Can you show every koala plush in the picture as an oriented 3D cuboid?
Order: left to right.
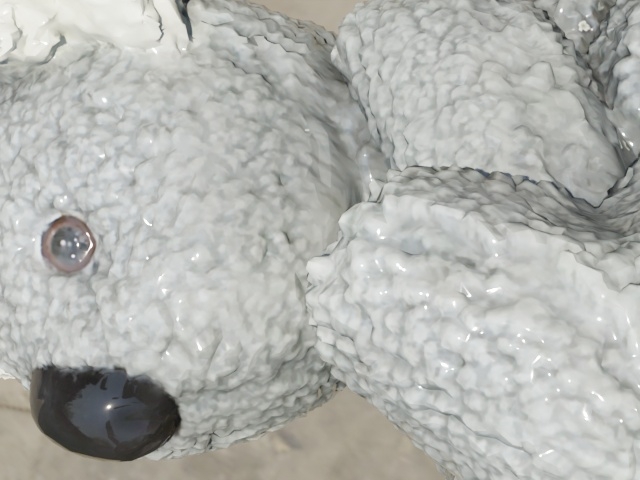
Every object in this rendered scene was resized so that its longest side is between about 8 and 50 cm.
[{"bbox_3d":[0.000,0.000,0.453,0.196,0.221,0.203,81,27,-48],"label":"koala plush"}]
